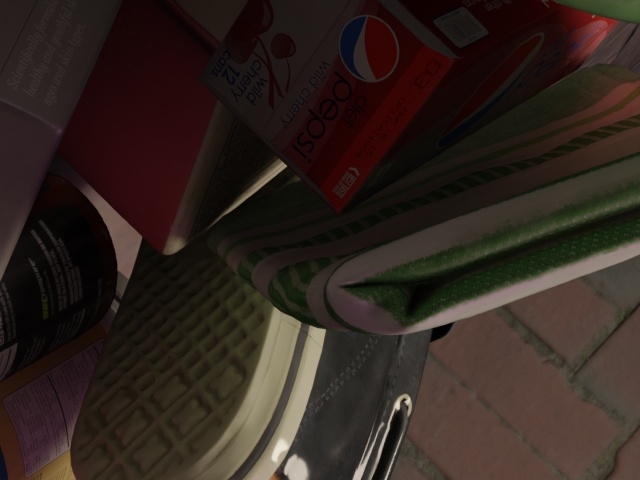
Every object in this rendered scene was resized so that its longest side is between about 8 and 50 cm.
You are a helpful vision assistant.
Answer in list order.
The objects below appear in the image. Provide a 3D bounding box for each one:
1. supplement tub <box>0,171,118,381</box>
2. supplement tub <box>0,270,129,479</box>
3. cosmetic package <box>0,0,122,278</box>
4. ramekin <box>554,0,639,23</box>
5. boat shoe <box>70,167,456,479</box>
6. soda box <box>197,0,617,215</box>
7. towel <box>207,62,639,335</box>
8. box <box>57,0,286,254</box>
[{"bbox_3d":[-0.205,0.036,0.790,0.198,0.106,0.106,-31,162,-53],"label":"supplement tub"},{"bbox_3d":[-0.203,0.100,0.933,0.199,0.144,0.144,-34,164,-52],"label":"supplement tub"},{"bbox_3d":[-0.163,-0.028,0.603,0.238,0.107,0.127,-51,-162,45],"label":"cosmetic package"},{"bbox_3d":[0.094,-0.216,0.488,0.148,0.303,0.303,-44,174,41],"label":"ramekin"},{"bbox_3d":[0.000,0.000,0.920,0.186,0.156,0.500,-16,-142,32],"label":"boat shoe"},{"bbox_3d":[0.064,-0.104,0.661,0.263,0.083,0.092,-32,163,-53],"label":"soda box"},{"bbox_3d":[0.082,-0.030,0.645,0.247,0.038,0.325,-21,-170,-8],"label":"towel"},{"bbox_3d":[-0.048,-0.124,0.732,0.148,0.127,0.232,-40,168,-31],"label":"box"}]
